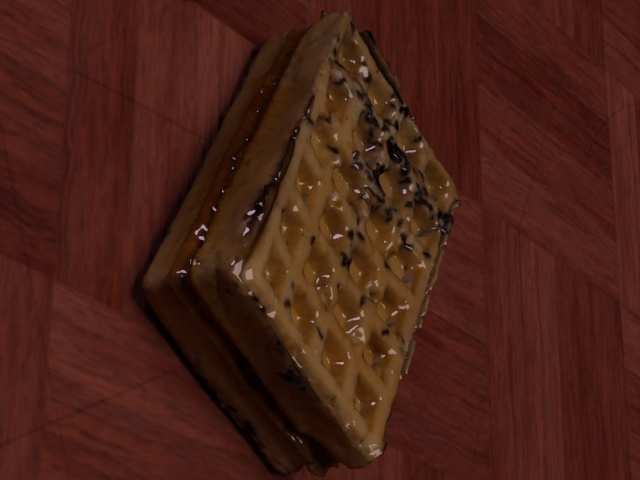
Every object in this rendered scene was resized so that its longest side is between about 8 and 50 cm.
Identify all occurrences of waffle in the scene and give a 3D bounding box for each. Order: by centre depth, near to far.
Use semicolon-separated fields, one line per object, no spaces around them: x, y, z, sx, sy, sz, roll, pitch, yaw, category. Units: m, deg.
0.000;0.000;1.709;0.261;0.114;0.376;54;36;-27;waffle
